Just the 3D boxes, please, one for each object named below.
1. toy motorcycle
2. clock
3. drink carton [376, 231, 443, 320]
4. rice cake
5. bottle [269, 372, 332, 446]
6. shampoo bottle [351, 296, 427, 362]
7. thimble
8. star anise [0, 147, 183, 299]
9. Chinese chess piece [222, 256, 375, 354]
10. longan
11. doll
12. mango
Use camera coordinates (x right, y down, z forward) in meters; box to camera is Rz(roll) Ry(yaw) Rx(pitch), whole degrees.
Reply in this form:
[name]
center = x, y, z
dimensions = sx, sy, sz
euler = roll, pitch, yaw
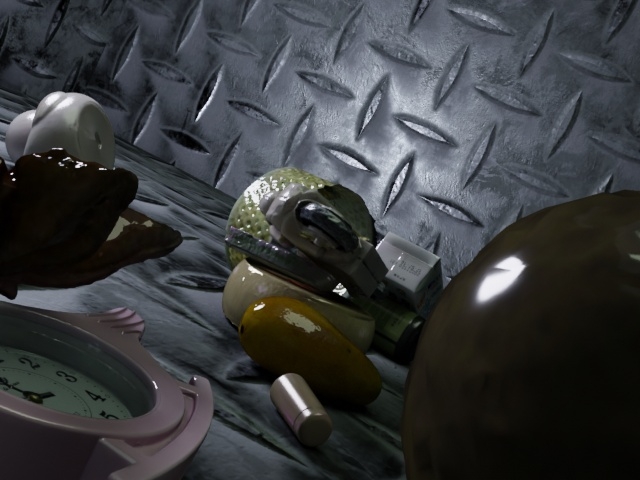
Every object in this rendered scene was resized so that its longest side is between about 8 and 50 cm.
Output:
[toy motorcycle]
center = 0.000, 0.000, 1.205
dimensions = 0.223, 0.108, 0.341
euler = 32, -10, 27
[clock]
center = -0.210, 0.096, 0.539
dimensions = 0.275, 0.080, 0.290
euler = 27, 4, 3
[drink carton]
center = 0.189, 0.122, 1.612
dimensions = 0.130, 0.106, 0.315
euler = 27, -22, 25
[rice cake]
center = -0.063, 0.030, 1.162
dimensions = 0.206, 0.036, 0.047
euler = 24, -2, 28
[bottle]
center = -0.022, 0.186, 0.820
dimensions = 0.045, 0.045, 0.096
euler = 24, 7, -27
[shampoo bottle]
center = 0.085, 0.144, 1.546
dimensions = 0.284, 0.101, 0.101
euler = 28, 5, 27
[thimble]
center = -0.038, 0.006, 1.416
dimensions = 0.271, 0.271, 0.150
euler = 22, 4, -45
[star anise]
center = -0.288, -0.014, 0.600
dimensions = 0.349, 0.109, 0.292
euler = -13, -27, 17
[Chinese chess piece]
center = -0.035, 0.117, 1.184
dimensions = 0.249, 0.103, 0.250
euler = 25, 3, -1
[longan]
center = 0.250, 0.154, 0.574
dimensions = 0.391, 0.391, 0.391
euler = 26, 4, -2
[doll]
center = -0.532, -0.188, 1.482
dimensions = 0.221, 0.221, 0.251
euler = 25, 32, -16
[mango]
center = -0.006, 0.153, 0.999
dimensions = 0.227, 0.099, 0.136
euler = 35, 0, -20
